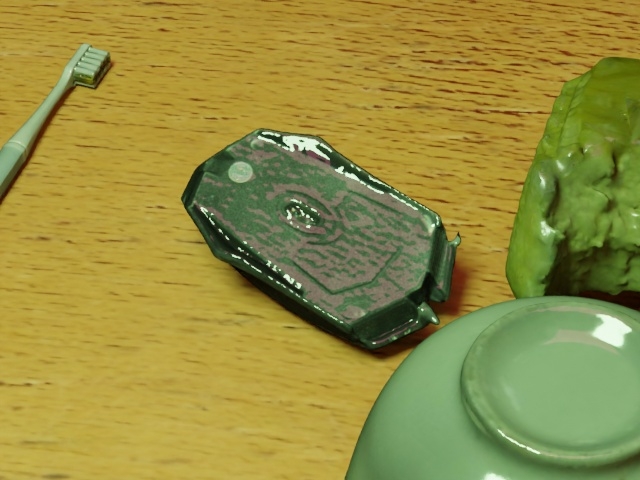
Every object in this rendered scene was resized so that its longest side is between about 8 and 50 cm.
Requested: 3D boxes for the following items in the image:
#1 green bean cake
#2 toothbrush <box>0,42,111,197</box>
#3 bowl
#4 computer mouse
[{"bbox_3d":[0.265,-0.028,1.231,0.236,0.124,0.233,12,33,10],"label":"green bean cake"},{"bbox_3d":[-0.252,-0.055,1.386,0.030,0.025,0.342,14,45,15],"label":"toothbrush"},{"bbox_3d":[0.152,0.130,1.074,0.289,0.146,0.289,-1,42,1],"label":"bowl"},{"bbox_3d":[-0.001,0.003,1.279,0.231,0.071,0.126,30,64,20],"label":"computer mouse"}]
